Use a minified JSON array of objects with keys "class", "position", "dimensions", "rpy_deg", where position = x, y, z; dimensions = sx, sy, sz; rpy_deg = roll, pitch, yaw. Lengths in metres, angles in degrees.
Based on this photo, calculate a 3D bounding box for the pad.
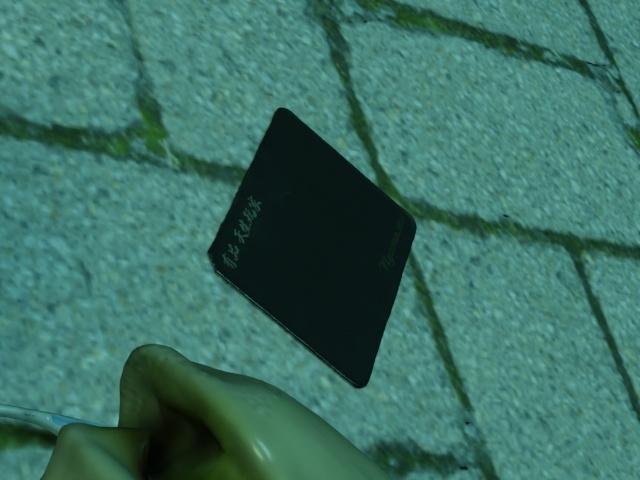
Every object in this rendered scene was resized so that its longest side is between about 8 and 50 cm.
[{"class":"pad","position":[0.000,0.000,0.900],"dimensions":[0.112,0.003,0.157],"rpy_deg":[40,36,-15]}]

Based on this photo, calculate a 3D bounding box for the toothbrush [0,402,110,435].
[{"class":"toothbrush","position":[-0.092,0.084,0.708],"dimensions":[0.162,0.017,0.014],"rpy_deg":[17,53,-38]}]

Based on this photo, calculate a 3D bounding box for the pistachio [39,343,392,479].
[{"class":"pistachio","position":[0.001,0.190,0.539],"dimensions":[0.207,0.226,0.332],"rpy_deg":[-27,91,-24]}]
